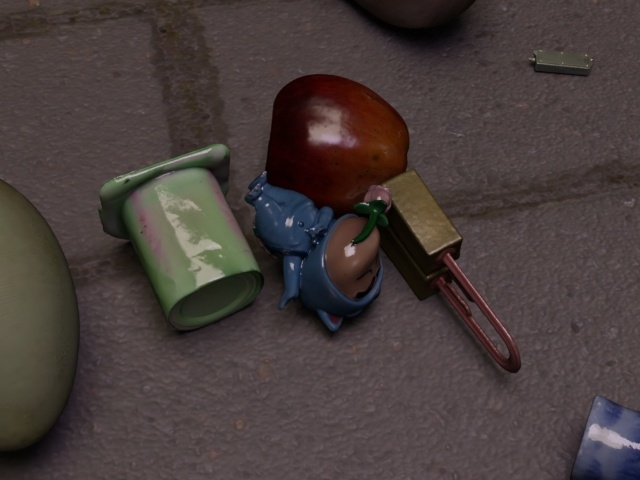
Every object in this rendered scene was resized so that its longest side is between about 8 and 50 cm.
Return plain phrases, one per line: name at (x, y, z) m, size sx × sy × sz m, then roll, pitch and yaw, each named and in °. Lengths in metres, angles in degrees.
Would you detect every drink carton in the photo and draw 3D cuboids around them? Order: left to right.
drink carton at (-0.136, 0.008, 1.038) m, size 0.146 × 0.144 × 0.142 m, roll -22°, pitch 70°, yaw -15°

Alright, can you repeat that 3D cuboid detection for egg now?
egg at (-0.338, 0.064, 0.939) m, size 0.218 × 0.218 × 0.295 m, roll -32°, pitch 76°, yaw -21°

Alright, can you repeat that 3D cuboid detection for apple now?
apple at (0.020, -0.106, 1.109) m, size 0.158 × 0.147 × 0.156 m, roll 8°, pitch 36°, yaw 2°

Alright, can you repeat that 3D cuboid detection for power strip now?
power strip at (0.308, -0.229, 1.272) m, size 0.083 × 0.017 × 0.027 m, roll 5°, pitch 56°, yaw 1°

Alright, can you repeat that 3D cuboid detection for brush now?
brush at (0.136, 0.044, 1.038) m, size 0.047 × 0.103 × 0.233 m, roll -25°, pitch 62°, yaw -16°

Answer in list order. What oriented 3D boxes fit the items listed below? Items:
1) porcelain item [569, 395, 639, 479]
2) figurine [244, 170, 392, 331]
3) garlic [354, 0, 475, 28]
porcelain item at (0.368, 0.224, 0.916) m, size 0.259 × 0.141 × 0.141 m, roll 16°, pitch 57°, yaw 20°
figurine at (0.004, -0.004, 1.020) m, size 0.178 × 0.144 × 0.114 m, roll 44°, pitch 34°, yaw -10°
garlic at (0.073, -0.381, 1.259) m, size 0.340 × 0.246 × 0.232 m, roll -4°, pitch 85°, yaw 32°
